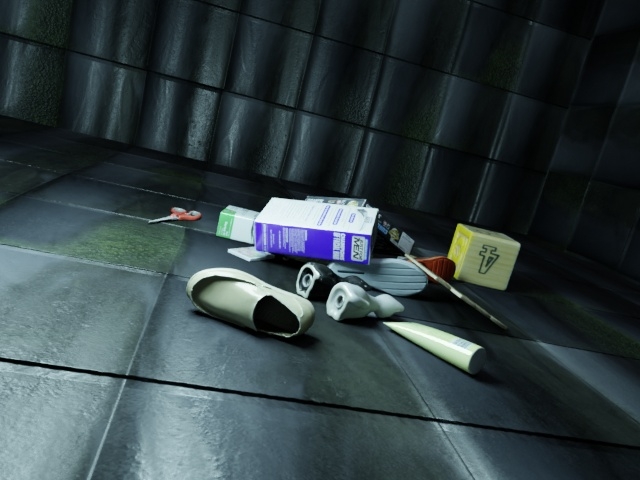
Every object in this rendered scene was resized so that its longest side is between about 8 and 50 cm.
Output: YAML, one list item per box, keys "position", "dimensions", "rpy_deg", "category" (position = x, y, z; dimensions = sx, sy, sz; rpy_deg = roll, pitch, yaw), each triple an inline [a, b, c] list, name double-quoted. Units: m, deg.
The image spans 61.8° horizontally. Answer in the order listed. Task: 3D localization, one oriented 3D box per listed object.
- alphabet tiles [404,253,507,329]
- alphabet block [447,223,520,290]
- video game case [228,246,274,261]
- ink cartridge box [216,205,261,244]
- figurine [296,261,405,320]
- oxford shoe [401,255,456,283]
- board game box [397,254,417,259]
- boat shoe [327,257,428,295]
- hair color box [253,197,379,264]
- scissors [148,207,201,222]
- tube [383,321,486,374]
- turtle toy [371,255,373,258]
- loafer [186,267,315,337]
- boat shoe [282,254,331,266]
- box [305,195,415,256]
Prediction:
- position: [0.392, 0.145, 1.565]
  dimensions: [0.285, 0.011, 0.342]
  rpy_deg: [35, 5, -19]
  category: "alphabet tiles"
- position: [0.616, 0.060, 2.050]
  dimensions: [0.197, 0.193, 0.192]
  rpy_deg: [13, 10, -4]
  category: "alphabet block"
- position: [-0.207, 0.040, 1.610]
  dimensions: [0.087, 0.011, 0.122]
  rpy_deg: [21, 13, 29]
  category: "video game case"
- position: [-0.227, -0.045, 1.793]
  dimensions: [0.208, 0.087, 0.153]
  rpy_deg: [13, 11, -1]
  category: "ink cartridge box"
- position: [0.083, 0.134, 1.352]
  dimensions: [0.209, 0.092, 0.215]
  rpy_deg: [10, 13, -40]
  category: "figurine"
- position: [0.359, 0.091, 1.851]
  dimensions: [0.271, 0.097, 0.098]
  rpy_deg: [6, 9, -35]
  category: "oxford shoe"
- position: [0.378, 0.093, 2.016]
  dimensions: [0.154, 0.026, 0.103]
  rpy_deg: [22, 14, 33]
  category: "board game box"
- position: [0.167, 0.090, 1.586]
  dimensions: [0.302, 0.109, 0.094]
  rpy_deg: [10, 15, -6]
  category: "boat shoe"
- position: [-0.007, -0.032, 1.580]
  dimensions: [0.339, 0.110, 0.185]
  rpy_deg: [6, 27, 11]
  category: "hair color box"
- position: [-0.483, -0.078, 1.804]
  dimensions: [0.109, 0.021, 0.297]
  rpy_deg: [16, 10, -1]
  category: "scissors"
- position: [0.256, 0.226, 1.201]
  dimensions: [0.240, 0.062, 0.070]
  rpy_deg: [20, -31, 49]
  category: "tube"
- position: [0.130, 0.064, 1.759]
  dimensions: [0.130, 0.066, 0.095]
  rpy_deg: [18, 35, 5]
  category: "turtle toy"
- position: [-0.140, 0.125, 1.072]
  dimensions: [0.268, 0.102, 0.092]
  rpy_deg: [14, 6, -2]
  category: "loafer"
- position: [-0.040, 0.040, 1.669]
  dimensions: [0.285, 0.089, 0.104]
  rpy_deg: [12, 33, 2]
  category: "boat shoe"
- position: [0.126, -0.047, 1.838]
  dimensions: [0.295, 0.073, 0.293]
  rpy_deg: [6, -25, 49]
  category: "box"
